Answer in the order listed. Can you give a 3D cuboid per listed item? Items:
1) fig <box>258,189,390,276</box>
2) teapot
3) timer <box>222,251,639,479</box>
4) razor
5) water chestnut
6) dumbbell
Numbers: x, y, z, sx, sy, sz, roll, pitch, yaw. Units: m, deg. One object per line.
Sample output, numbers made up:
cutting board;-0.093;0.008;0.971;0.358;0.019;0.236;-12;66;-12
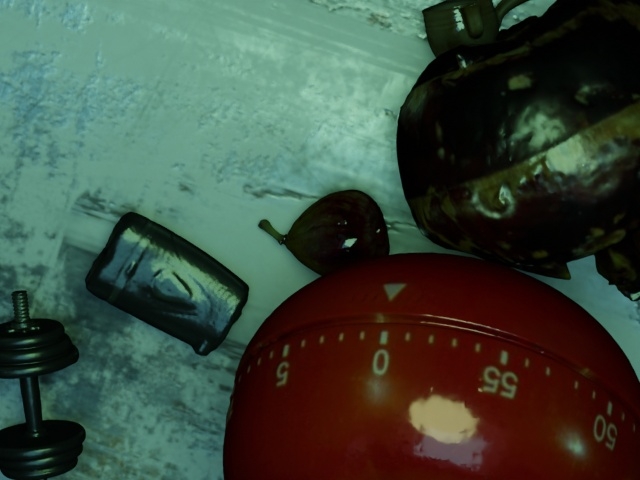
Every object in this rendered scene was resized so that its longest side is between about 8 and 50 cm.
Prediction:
fig;0.000;0.000;1.772;0.125;0.089;0.089;-6;101;26
teapot;0.153;-0.203;1.730;0.110;0.085;0.080;-18;102;-16
timer;0.104;0.178;1.658;0.378;0.378;0.279;16;56;-2
razor;-0.143;0.042;1.786;0.148;0.054;0.090;31;99;-6
water chestnut;0.222;-0.070;1.646;0.300;0.300;0.300;0;100;1
dumbbell;-0.275;0.150;1.786;0.099;0.099;0.208;-4;101;1
